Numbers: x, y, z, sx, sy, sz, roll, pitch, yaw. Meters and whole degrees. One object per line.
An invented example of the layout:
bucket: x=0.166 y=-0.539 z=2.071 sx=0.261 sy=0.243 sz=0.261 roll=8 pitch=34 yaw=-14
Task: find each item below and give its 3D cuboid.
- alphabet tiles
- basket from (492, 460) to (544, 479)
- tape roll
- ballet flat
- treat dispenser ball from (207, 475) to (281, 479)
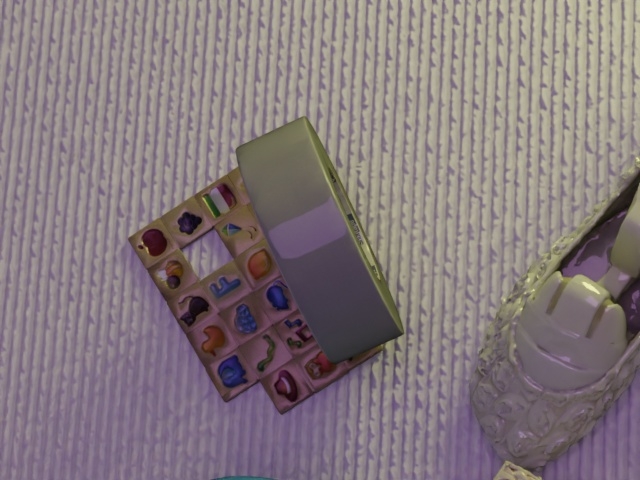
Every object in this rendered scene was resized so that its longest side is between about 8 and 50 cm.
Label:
alphabet tiles: x=-0.049 y=0.040 z=1.719 sx=0.198 sy=0.009 sz=0.237 roll=-33 pitch=73 yaw=1
basket: x=0.208 y=0.281 z=1.559 sx=0.167 sy=0.113 sz=0.103 roll=29 pitch=79 yaw=16
tape roll: x=0.000 y=0.000 z=1.601 sx=0.072 sy=0.219 sz=0.219 roll=-25 pitch=73 yaw=4
ballet flat: x=0.268 y=0.021 z=1.602 sx=0.147 sy=0.147 sz=0.409 roll=36 pitch=86 yaw=16
treat dispenser ball: x=-0.067 y=0.345 z=1.500 sx=0.288 sy=0.288 sz=0.288 roll=-2 pitch=76 yaw=10
